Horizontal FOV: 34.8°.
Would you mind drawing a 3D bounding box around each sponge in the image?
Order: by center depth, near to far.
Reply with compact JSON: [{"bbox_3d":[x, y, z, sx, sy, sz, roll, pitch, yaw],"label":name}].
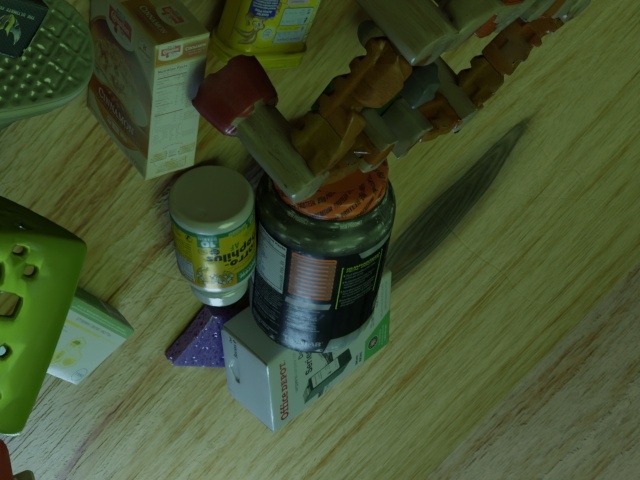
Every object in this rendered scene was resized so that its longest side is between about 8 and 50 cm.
[{"bbox_3d":[-0.160,0.169,1.756,0.117,0.031,0.210,-51,150,17],"label":"sponge"}]

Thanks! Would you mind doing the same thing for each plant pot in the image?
[{"bbox_3d":[-0.415,0.054,1.061,0.207,0.227,0.228,19,93,-51],"label":"plant pot"}]

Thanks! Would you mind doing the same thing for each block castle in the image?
[{"bbox_3d":[0.089,-0.249,1.158,0.453,0.213,0.303,-27,165,-51],"label":"block castle"}]

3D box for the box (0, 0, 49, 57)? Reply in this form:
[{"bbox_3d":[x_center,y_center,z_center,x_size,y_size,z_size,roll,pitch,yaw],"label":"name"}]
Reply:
[{"bbox_3d":[-0.358,-0.242,0.817,0.232,0.183,0.059,7,125,-54],"label":"box"}]

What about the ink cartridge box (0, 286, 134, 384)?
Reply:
[{"bbox_3d":[-0.401,0.168,1.448,0.235,0.056,0.171,-44,151,0],"label":"ink cartridge box"}]

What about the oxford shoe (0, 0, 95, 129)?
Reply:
[{"bbox_3d":[-0.426,-0.147,0.920,0.449,0.130,0.169,-14,96,-38],"label":"oxford shoe"}]

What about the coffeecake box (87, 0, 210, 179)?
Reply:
[{"bbox_3d":[-0.194,-0.186,1.128,0.068,0.142,0.185,-21,145,-31],"label":"coffeecake box"}]

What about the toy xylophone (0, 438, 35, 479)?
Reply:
[{"bbox_3d":[-0.510,0.370,1.417,0.081,0.236,0.322,-32,151,9],"label":"toy xylophone"}]

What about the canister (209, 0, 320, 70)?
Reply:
[{"bbox_3d":[-0.053,-0.295,1.222,0.126,0.073,0.170,-13,139,-41],"label":"canister"}]

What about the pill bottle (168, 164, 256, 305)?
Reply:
[{"bbox_3d":[-0.150,0.001,1.456,0.117,0.117,0.208,-29,148,-22],"label":"pill bottle"}]

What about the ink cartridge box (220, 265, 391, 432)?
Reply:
[{"bbox_3d":[-0.019,0.165,1.772,0.289,0.121,0.211,-35,145,-27],"label":"ink cartridge box"}]

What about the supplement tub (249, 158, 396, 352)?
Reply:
[{"bbox_3d":[0.000,0.000,1.542,0.207,0.207,0.338,-26,147,-26],"label":"supplement tub"}]
